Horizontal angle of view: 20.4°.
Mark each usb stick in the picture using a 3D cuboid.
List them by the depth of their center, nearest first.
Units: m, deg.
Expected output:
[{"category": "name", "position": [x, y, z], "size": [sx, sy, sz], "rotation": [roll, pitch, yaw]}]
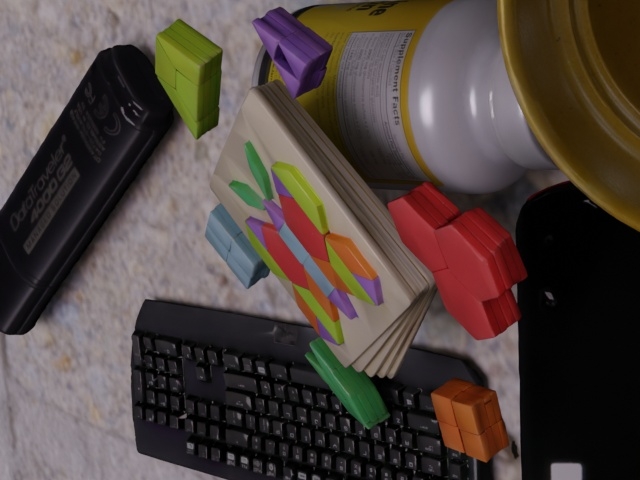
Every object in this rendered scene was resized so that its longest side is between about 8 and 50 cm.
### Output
[{"category": "usb stick", "position": [-0.181, -0.029, 1.249], "size": [0.278, 0.045, 0.077], "rotation": [-50, 61, 43]}]

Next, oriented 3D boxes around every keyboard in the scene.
[{"category": "keyboard", "position": [-0.015, 0.151, 1.155], "size": [0.317, 0.033, 0.202], "rotation": [8, 110, 45]}]

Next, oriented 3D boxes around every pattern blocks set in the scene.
[{"category": "pattern blocks set", "position": [0.000, 0.000, 0.942], "size": [0.285, 0.026, 0.325], "rotation": [48, 162, 21]}]

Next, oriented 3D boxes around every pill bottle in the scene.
[{"category": "pill bottle", "position": [0.058, -0.077, 0.943], "size": [0.184, 0.103, 0.103], "rotation": [5, 108, 44]}]

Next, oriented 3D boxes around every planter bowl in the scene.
[{"category": "planter bowl", "position": [0.189, -0.107, 0.746], "size": [0.217, 0.090, 0.217], "rotation": [6, 113, 15]}]

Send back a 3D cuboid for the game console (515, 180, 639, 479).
[{"category": "game console", "position": [0.239, 0.146, 0.767], "size": [0.342, 0.060, 0.387], "rotation": [-7, 79, 40]}]
